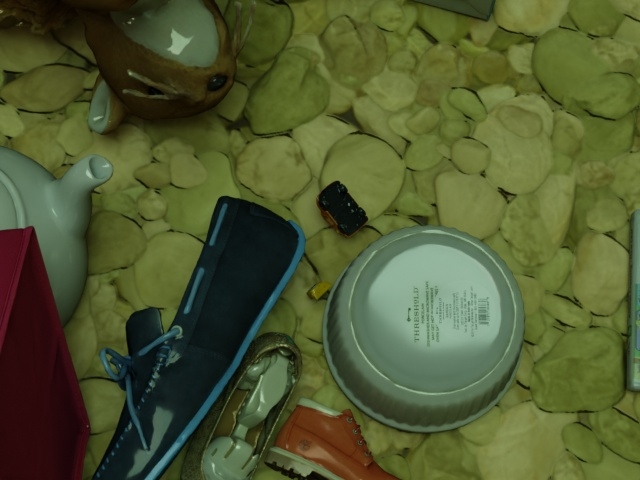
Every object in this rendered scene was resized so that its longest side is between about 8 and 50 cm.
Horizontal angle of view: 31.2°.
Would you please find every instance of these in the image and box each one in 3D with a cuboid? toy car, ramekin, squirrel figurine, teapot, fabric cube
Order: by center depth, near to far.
[{"bbox_3d":[-0.355,0.169,0.958,0.258,0.259,0.254,-6,35,-1],"label":"fabric cube"},{"bbox_3d":[-0.357,0.006,1.106,0.252,0.187,0.256,23,75,6],"label":"teapot"},{"bbox_3d":[0.105,0.081,1.134,0.207,0.109,0.207,0,72,-1],"label":"ramekin"},{"bbox_3d":[-0.232,-0.300,1.150,0.397,0.370,0.281,22,59,41],"label":"squirrel figurine"},{"bbox_3d":[0.000,0.000,1.191,0.060,0.040,0.122,35,72,-13],"label":"toy car"}]

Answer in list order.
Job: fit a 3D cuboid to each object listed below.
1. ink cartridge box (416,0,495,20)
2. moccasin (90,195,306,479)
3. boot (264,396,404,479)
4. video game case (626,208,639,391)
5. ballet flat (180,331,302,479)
[{"bbox_3d":[0.168,-0.351,1.291,0.104,0.061,0.181,17,74,5],"label":"ink cartridge box"},{"bbox_3d":[-0.142,0.107,1.119,0.117,0.138,0.342,33,61,-4],"label":"moccasin"},{"bbox_3d":[0.033,0.211,1.122,0.158,0.059,0.085,23,69,7],"label":"boot"},{"bbox_3d":[0.426,0.071,1.190,0.212,0.023,0.193,6,73,0],"label":"video game case"},{"bbox_3d":[-0.077,0.181,1.116,0.073,0.067,0.206,26,75,-14],"label":"ballet flat"}]
